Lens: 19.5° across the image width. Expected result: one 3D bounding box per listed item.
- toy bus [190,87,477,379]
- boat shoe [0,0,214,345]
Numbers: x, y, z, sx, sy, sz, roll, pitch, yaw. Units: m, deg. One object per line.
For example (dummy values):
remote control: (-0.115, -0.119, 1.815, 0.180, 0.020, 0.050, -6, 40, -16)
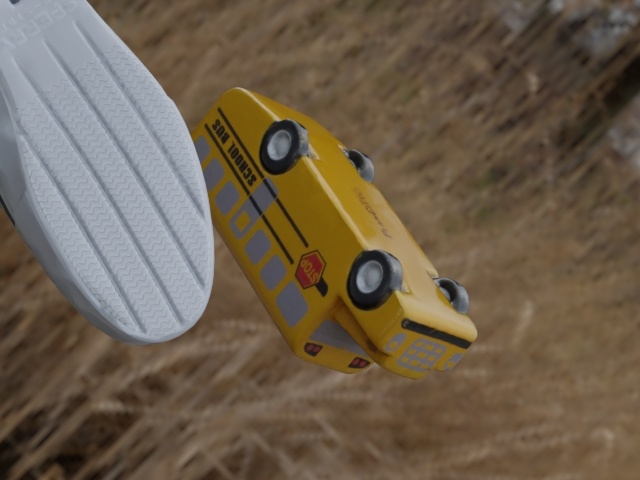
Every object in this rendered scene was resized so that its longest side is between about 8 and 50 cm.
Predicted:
toy bus: (0.000, 0.000, 1.639, 0.108, 0.130, 0.332, 22, 26, -46)
boat shoe: (-0.179, -0.084, 1.123, 0.119, 0.121, 0.335, -23, -83, 55)
